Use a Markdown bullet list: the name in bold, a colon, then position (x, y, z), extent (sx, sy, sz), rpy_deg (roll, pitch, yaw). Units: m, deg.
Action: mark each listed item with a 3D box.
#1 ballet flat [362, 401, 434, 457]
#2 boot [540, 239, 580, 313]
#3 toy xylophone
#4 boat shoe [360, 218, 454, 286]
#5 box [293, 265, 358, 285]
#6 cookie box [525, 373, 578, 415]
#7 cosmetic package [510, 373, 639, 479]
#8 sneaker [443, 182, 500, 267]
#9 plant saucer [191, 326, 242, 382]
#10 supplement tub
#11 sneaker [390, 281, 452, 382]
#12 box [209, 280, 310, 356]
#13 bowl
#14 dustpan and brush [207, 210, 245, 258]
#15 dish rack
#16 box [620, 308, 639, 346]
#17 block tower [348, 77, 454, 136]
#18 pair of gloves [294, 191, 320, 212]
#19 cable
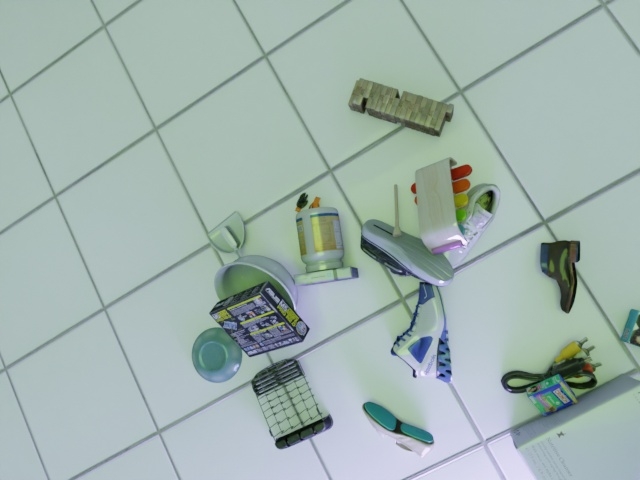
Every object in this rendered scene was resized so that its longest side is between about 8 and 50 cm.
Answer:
- **ballet flat**: position (0.233, 0.601, 1.507), extent (0.248, 0.086, 0.086), rpy_deg (26, 92, 13)
- **boot**: position (0.716, 0.106, 1.446), extent (0.106, 0.082, 0.219), rpy_deg (6, 91, 35)
- **toy xylophone**: position (0.340, -0.113, 1.471), extent (0.236, 0.081, 0.323), rpy_deg (-10, 60, 38)
- **boat shoe**: position (0.267, 0.054, 1.509), extent (0.335, 0.121, 0.119), rpy_deg (36, 139, 30)
- **box**: position (0.022, 0.117, 1.555), extent (0.186, 0.145, 0.038), rpy_deg (-8, 83, 12)
- **cookie box**: position (0.676, 0.453, 1.402), extent (0.107, 0.040, 0.092), rpy_deg (-36, 104, 23)
- **cosmetic package**: position (0.766, 0.566, 1.342), extent (0.385, 0.156, 0.217), rpy_deg (-34, 77, 9)
- **sneaker**: position (0.445, -0.047, 1.465), extent (0.114, 0.152, 0.305), rpy_deg (29, 93, 2)
- **plant saucer**: position (-0.371, 0.404, 1.679), extent (0.194, 0.037, 0.195), rpy_deg (-1, 85, 13)
- **supplement tub**: position (0.000, 0.000, 1.569), extent (0.144, 0.144, 0.200), rpy_deg (-9, 84, 12)
- **sneaker**: position (0.303, 0.290, 1.485), extent (0.182, 0.127, 0.316), rpy_deg (-7, 86, 10)
- **box**: position (-0.198, 0.258, 1.534), extent (0.270, 0.060, 0.216), rpy_deg (-26, 110, 38)
- **bowl**: position (-0.188, 0.152, 1.577), extent (0.297, 0.134, 0.298), rpy_deg (14, 130, 18)
- **dustpan and brush**: position (-0.303, 0.014, 1.681), extent (0.147, 0.060, 0.211), rpy_deg (-38, 78, 8)
- **dish rack**: position (-0.104, 0.537, 1.591), extent (0.208, 0.074, 0.272), rpy_deg (-27, 78, 8)
- **box**: position (1.004, 0.285, 1.358), extent (0.244, 0.060, 0.101), rpy_deg (19, 90, 13)
- **block tower**: position (0.260, -0.435, 1.573), extent (0.335, 0.091, 0.097), rpy_deg (20, 91, 14)
- **pair of gloves**: position (-0.043, -0.123, 1.658), extent (0.083, 0.010, 0.074), rpy_deg (21, 92, 16)
- **cable**: position (0.696, 0.403, 1.438), extent (0.287, 0.072, 0.139), rpy_deg (-29, 97, 21)
